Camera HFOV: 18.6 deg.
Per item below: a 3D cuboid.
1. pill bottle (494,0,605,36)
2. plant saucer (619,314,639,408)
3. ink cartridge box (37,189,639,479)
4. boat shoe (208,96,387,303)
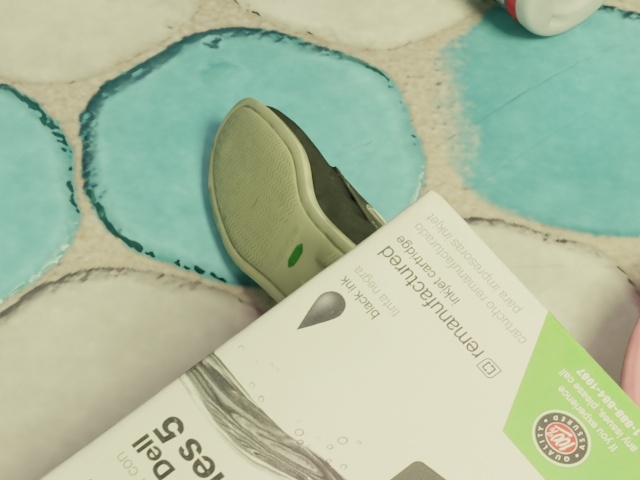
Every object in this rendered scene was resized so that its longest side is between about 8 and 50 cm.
[{"bbox_3d":[0.127,-0.237,1.383,0.108,0.108,0.180,-29,59,-26],"label":"pill bottle"},{"bbox_3d":[0.334,0.119,1.109,0.332,0.084,0.332,-1,50,1],"label":"plant saucer"},{"bbox_3d":[0.016,0.139,1.001,0.273,0.115,0.198,-37,67,-12],"label":"ink cartridge box"},{"bbox_3d":[0.000,0.000,1.208,0.079,0.084,0.233,16,28,-44],"label":"boat shoe"}]
